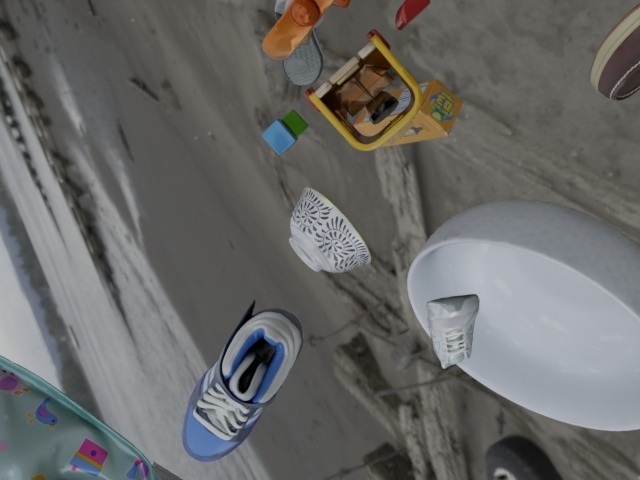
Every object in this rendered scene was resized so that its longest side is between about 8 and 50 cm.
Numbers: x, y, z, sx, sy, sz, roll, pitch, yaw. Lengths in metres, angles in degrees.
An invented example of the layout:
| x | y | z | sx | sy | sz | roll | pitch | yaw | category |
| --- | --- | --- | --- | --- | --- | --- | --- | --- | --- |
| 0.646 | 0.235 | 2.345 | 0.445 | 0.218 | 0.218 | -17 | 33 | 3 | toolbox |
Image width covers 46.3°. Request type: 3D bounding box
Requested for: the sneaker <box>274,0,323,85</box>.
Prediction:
| x | y | z | sx | sy | sz | roll | pitch | yaw | category |
| --- | --- | --- | --- | --- | --- | --- | --- | --- | --- |
| -0.037 | -0.427 | 1.451 | 0.226 | 0.086 | 0.164 | 83 | -173 | -55 | sneaker |

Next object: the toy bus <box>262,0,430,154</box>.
| x | y | z | sx | sy | sz | roll | pitch | yaw | category |
| --- | --- | --- | --- | --- | --- | --- | --- | --- | --- |
| 0.056 | -0.153 | 0.813 | 0.104 | 0.202 | 0.191 | 48 | 147 | -5 | toy bus |

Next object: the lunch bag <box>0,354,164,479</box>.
| x | y | z | sx | sy | sz | roll | pitch | yaw | category |
| --- | --- | --- | --- | --- | --- | --- | --- | --- | --- |
| -0.274 | 0.248 | 0.736 | 0.262 | 0.160 | 0.223 | 30 | 142 | -6 | lunch bag |

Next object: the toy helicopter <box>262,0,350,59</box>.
| x | y | z | sx | sy | sz | roll | pitch | yaw | category |
| --- | --- | --- | --- | --- | --- | --- | --- | --- | --- |
| -0.009 | -0.420 | 1.087 | 0.355 | 0.140 | 0.235 | 110 | 173 | -64 | toy helicopter |

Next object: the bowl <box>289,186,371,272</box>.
| x | y | z | sx | sy | sz | roll | pitch | yaw | category |
| --- | --- | --- | --- | --- | --- | --- | --- | --- | --- |
| 0.000 | 0.000 | 1.264 | 0.170 | 0.080 | 0.170 | 45 | 167 | 14 | bowl |

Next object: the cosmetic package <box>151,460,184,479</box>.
| x | y | z | sx | sy | sz | roll | pitch | yaw | category |
| --- | --- | --- | --- | --- | --- | --- | --- | --- | --- |
| -0.135 | 0.383 | 0.929 | 0.239 | 0.060 | 0.099 | 35 | -163 | -5 | cosmetic package |

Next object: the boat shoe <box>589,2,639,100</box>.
| x | y | z | sx | sy | sz | roll | pitch | yaw | category |
| --- | --- | --- | --- | --- | --- | --- | --- | --- | --- |
| 0.443 | -0.242 | 0.871 | 0.123 | 0.123 | 0.342 | 63 | 157 | 13 | boat shoe |

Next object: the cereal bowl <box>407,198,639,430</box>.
| x | y | z | sx | sy | sz | roll | pitch | yaw | category |
| --- | --- | --- | --- | --- | --- | --- | --- | --- | --- |
| 0.283 | 0.073 | 0.909 | 0.338 | 0.141 | 0.339 | 29 | 152 | 17 | cereal bowl |

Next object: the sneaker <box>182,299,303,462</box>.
| x | y | z | sx | sy | sz | roll | pitch | yaw | category |
| --- | --- | --- | --- | --- | --- | --- | --- | --- | --- |
| -0.147 | 0.250 | 1.236 | 0.130 | 0.323 | 0.236 | 37 | -177 | 5 | sneaker |

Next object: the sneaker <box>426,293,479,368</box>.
| x | y | z | sx | sy | sz | roll | pitch | yaw | category |
| --- | --- | --- | --- | --- | --- | --- | --- | --- | --- |
| 0.140 | 0.094 | 0.777 | 0.152 | 0.053 | 0.061 | 66 | -163 | -69 | sneaker |

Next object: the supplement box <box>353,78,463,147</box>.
| x | y | z | sx | sy | sz | roll | pitch | yaw | category |
| --- | --- | --- | --- | --- | --- | --- | --- | --- | --- |
| 0.159 | -0.232 | 1.394 | 0.078 | 0.080 | 0.233 | 35 | 168 | -24 | supplement box |
